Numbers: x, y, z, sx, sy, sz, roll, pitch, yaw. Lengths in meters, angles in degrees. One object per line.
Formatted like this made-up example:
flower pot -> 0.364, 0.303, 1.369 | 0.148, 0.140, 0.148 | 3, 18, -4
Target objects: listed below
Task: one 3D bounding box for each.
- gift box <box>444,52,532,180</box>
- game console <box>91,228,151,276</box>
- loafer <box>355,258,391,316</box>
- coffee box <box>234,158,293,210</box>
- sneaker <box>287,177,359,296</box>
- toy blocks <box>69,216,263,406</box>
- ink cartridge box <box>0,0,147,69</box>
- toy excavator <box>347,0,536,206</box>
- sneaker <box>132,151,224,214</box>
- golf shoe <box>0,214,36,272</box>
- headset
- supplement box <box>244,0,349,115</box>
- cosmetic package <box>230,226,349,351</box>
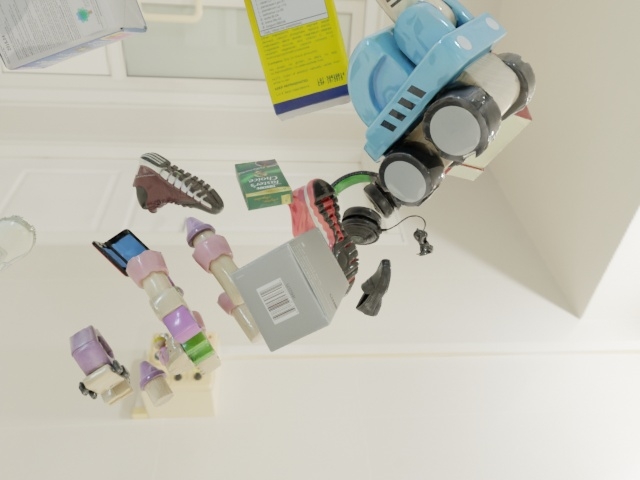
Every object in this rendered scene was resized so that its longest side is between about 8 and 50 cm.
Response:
gift box -> 0.323, -0.320, 1.196 | 0.258, 0.255, 0.276 | 127, -29, -49
game console -> -0.563, 0.032, 1.408 | 0.085, 0.144, 0.124 | -47, 176, -6
loafer -> 0.166, 0.148, 1.514 | 0.076, 0.078, 0.223 | -81, -176, -54
coffee box -> -0.143, -0.142, 1.198 | 0.184, 0.113, 0.040 | -116, -159, -52
sneaker -> 0.000, -0.001, 1.267 | 0.116, 0.136, 0.313 | -24, 100, -51
toy blocks -> -0.299, 0.116, 0.911 | 0.260, 0.309, 0.288 | 50, -18, 23
ink cartridge box -> -0.670, -0.587, 1.182 | 0.151, 0.396, 0.269 | -70, 146, -69
toy excavator -> 0.146, -0.342, 0.789 | 0.222, 0.445, 0.433 | -42, 176, -37
sneaker -> -0.434, -0.125, 1.449 | 0.162, 0.281, 0.106 | -55, -179, 22
golf shoe -> -0.533, 0.033, 0.786 | 0.069, 0.176, 0.086 | 43, 20, -25
headset -> 0.174, -0.074, 1.527 | 0.394, 0.243, 0.185 | 28, -15, 41
supplement box -> -0.056, -0.491, 1.160 | 0.195, 0.194, 0.356 | -94, 170, -80
cosmetic package -> -0.035, 0.063, 0.748 | 0.127, 0.107, 0.238 | 61, 14, -4
